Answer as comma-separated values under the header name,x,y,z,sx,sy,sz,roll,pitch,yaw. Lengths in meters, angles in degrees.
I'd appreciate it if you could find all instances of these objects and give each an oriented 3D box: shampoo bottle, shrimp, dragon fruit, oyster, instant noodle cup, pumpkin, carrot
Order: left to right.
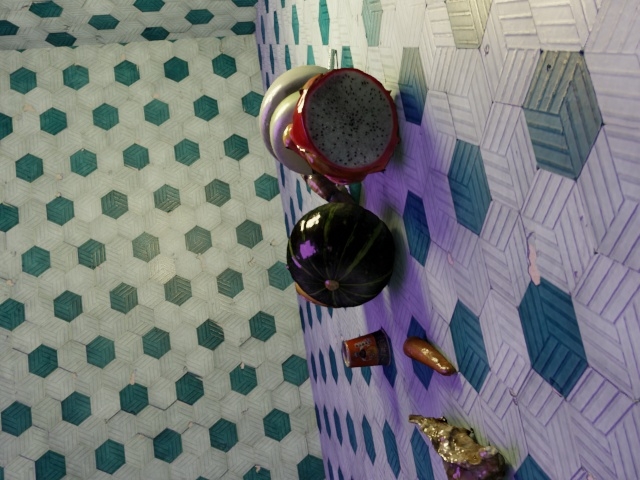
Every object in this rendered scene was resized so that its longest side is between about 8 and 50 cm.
name,x,y,z,sx,sy,sz,roll,pitch,yaw
shampoo bottle,-0.030,-0.378,1.823,0.317,0.322,0.323,-103,11,-54
shrimp,0.008,-0.221,2.020,0.085,0.246,0.360,-47,58,18
dragon fruit,0.044,-0.290,1.559,0.225,0.305,0.306,172,90,-69
pumpkin,0.057,0.045,1.688,0.241,0.322,0.324,-64,-20,-50
instant noodle cup,0.146,0.359,1.903,0.127,0.135,0.127,172,90,-78
carrot,0.272,0.290,1.440,0.209,0.061,0.061,-160,63,-72
oyster,0.314,0.489,1.280,0.205,0.110,0.396,65,169,-2

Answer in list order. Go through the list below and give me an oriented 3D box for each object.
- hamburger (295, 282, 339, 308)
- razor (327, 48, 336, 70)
name,x,y,z,sx,sy,sz,roll,pitch,yaw
hamburger,0.050,0.072,1.982,0.302,0.260,0.187,-38,-41,-53
razor,0.030,-0.552,2.055,0.068,0.105,0.232,-136,49,-72
